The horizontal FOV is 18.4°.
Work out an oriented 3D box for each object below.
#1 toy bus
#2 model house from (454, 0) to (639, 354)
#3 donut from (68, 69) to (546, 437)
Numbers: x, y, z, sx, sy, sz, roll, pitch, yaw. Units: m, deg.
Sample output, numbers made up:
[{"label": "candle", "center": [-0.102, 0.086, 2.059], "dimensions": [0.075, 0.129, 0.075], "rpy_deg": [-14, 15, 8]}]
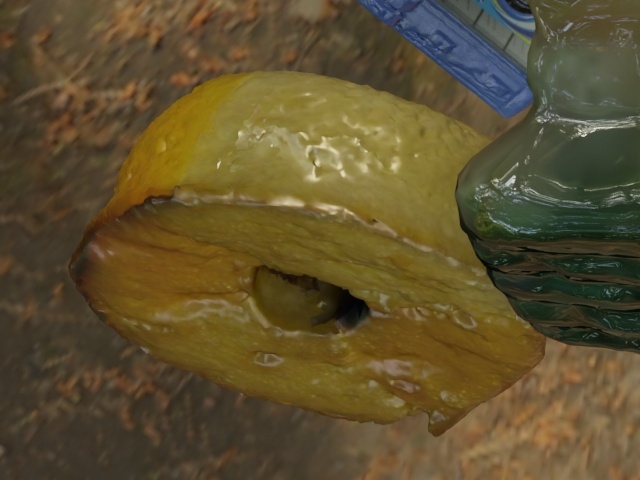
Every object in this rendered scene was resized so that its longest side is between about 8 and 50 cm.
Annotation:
[{"label": "toy bus", "center": [0.067, -0.133, 1.072], "dimensions": [0.153, 0.061, 0.051], "rpy_deg": [37, 142, -11]}, {"label": "model house", "center": [0.265, -0.055, 0.490], "dimensions": [0.445, 0.395, 0.400], "rpy_deg": [7, 117, 15]}, {"label": "donut", "center": [0.002, 0.000, 0.726], "dimensions": [0.174, 0.074, 0.190], "rpy_deg": [18, 156, -1]}]
